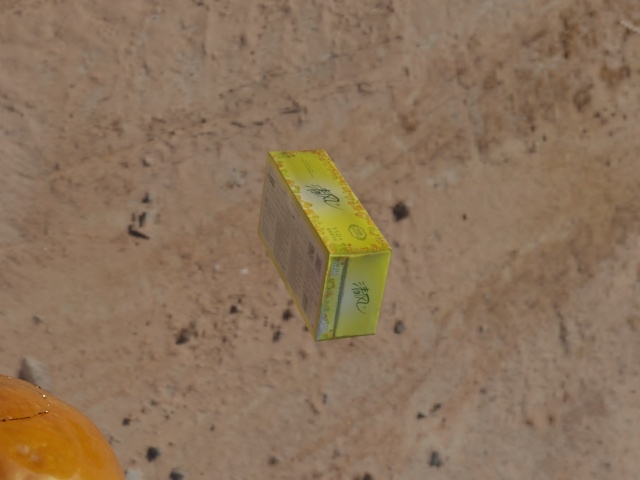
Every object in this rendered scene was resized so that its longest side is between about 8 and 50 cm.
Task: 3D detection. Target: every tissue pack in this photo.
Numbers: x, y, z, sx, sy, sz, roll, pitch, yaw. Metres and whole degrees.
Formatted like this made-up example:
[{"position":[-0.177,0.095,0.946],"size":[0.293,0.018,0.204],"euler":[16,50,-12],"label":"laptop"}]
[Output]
[{"position":[0.000,0.000,1.037],"size":[0.062,0.176,0.095],"euler":[-5,125,-20],"label":"tissue pack"}]

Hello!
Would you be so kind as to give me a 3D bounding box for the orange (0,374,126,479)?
[{"position":[-0.242,0.207,0.777],"size":[0.240,0.240,0.240],"euler":[-1,91,-37],"label":"orange"}]
